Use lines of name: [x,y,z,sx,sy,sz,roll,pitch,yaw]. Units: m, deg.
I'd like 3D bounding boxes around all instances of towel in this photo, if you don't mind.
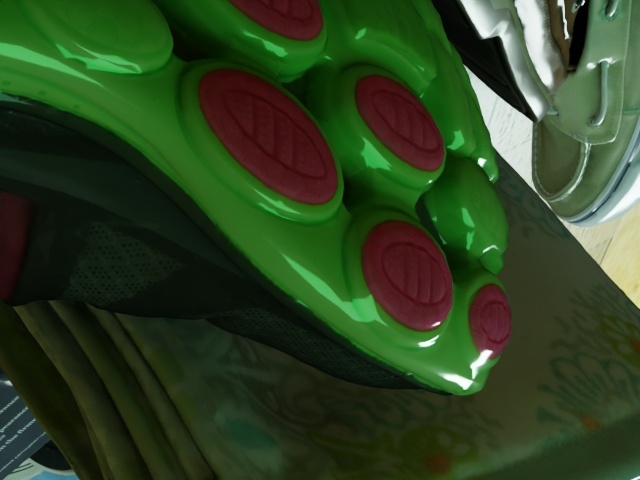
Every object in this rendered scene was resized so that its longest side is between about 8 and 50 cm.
towel: [0.002,0.024,0.947,0.374,0.320,0.090,-7,143,-47]

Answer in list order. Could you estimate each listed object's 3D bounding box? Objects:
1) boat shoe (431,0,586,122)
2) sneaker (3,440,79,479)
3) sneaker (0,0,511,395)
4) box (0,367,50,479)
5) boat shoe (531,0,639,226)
boat shoe: [0.098,-0.145,1.008,0.104,0.111,0.307,-49,167,0]
sneaker: [-0.230,0.138,1.181,0.237,0.085,0.086,-6,119,-46]
sneaker: [-0.125,-0.056,0.721,0.483,0.185,0.202,23,147,-31]
box: [-0.238,0.073,0.988,0.153,0.108,0.207,-39,156,12]
boat shoe: [0.162,-0.121,1.190,0.094,0.109,0.302,-11,140,-18]
